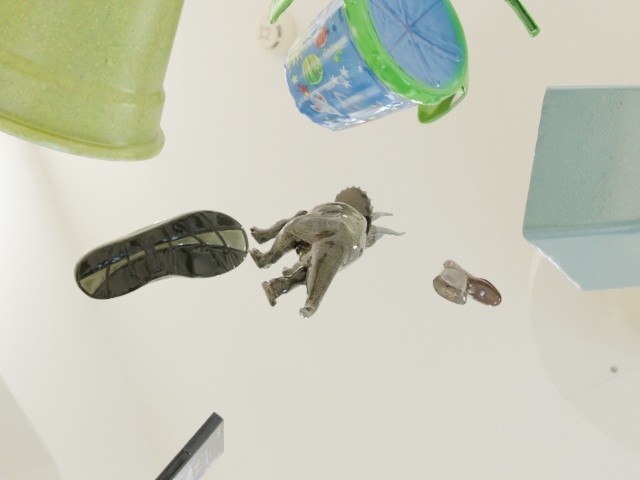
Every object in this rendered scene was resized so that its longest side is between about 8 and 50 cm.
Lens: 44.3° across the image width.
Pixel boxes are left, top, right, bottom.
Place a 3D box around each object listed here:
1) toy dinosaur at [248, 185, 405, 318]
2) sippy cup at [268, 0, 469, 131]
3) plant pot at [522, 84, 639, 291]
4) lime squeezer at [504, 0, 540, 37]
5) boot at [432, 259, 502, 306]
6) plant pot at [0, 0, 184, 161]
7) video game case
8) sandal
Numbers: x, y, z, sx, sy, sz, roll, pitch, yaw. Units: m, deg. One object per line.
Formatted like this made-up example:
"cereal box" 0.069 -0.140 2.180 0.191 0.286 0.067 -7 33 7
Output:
"toy dinosaur" 0.000 0.000 0.970 0.160 0.313 0.121 -32 -87 12
"sippy cup" 0.069 -0.284 1.215 0.224 0.240 0.305 -23 -75 44
"plant pot" 0.472 -0.074 1.129 0.252 0.247 0.248 -1 -22 40
"lime squeezer" 0.228 -0.406 1.103 0.059 0.110 0.310 -26 -99 25
"boot" 0.208 0.074 1.111 0.106 0.114 0.037 32 -74 5
"plant pot" -0.230 -0.250 0.739 0.276 0.276 0.253 31 -73 11
"video game case" -0.247 0.403 1.221 0.026 0.274 0.196 35 -27 12
"sandal" -0.274 0.018 1.362 0.086 0.303 0.120 -161 -121 -71
